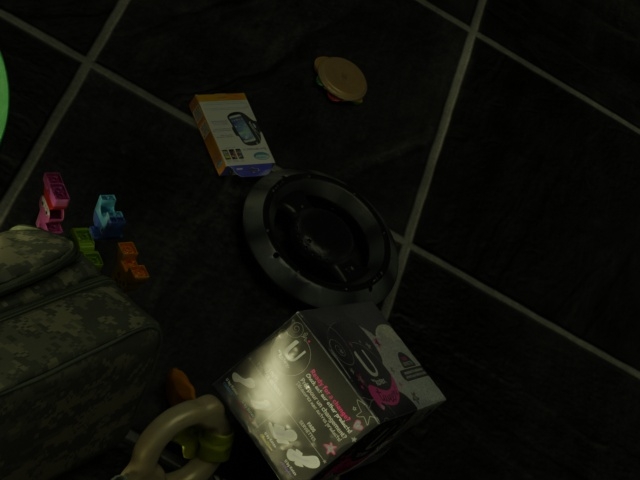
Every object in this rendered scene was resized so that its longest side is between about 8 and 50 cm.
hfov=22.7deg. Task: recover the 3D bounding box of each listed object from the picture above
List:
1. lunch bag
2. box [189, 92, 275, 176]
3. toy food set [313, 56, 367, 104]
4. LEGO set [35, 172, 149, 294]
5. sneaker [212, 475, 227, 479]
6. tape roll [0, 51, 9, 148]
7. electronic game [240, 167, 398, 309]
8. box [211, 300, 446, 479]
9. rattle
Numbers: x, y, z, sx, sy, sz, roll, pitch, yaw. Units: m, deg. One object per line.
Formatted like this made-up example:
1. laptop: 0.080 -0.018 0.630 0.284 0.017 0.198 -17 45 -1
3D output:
1. lunch bag: -0.362 0.119 1.688 0.256 0.212 0.305 40 42 25
2. box: -0.117 -0.138 2.159 0.081 0.028 0.136 -5 62 -35
3. toy food set: 0.030 -0.234 2.331 0.083 0.020 0.082 11 51 -26
4. LEGO set: -0.266 0.031 1.891 0.087 0.093 0.227 -2 47 -31
5. sneaker: -0.129 0.300 1.810 0.037 0.032 0.083 31 39 11
6. tape roll: -0.515 -0.155 1.800 0.321 0.077 0.321 4 74 -15
7. electronic game: 0.000 0.000 2.109 0.229 0.048 0.229 16 50 -20
8. box: 0.019 0.176 1.849 0.163 0.142 0.247 52 19 13
9. rattle: -0.208 0.228 1.788 0.200 0.130 0.143 -34 65 -17
